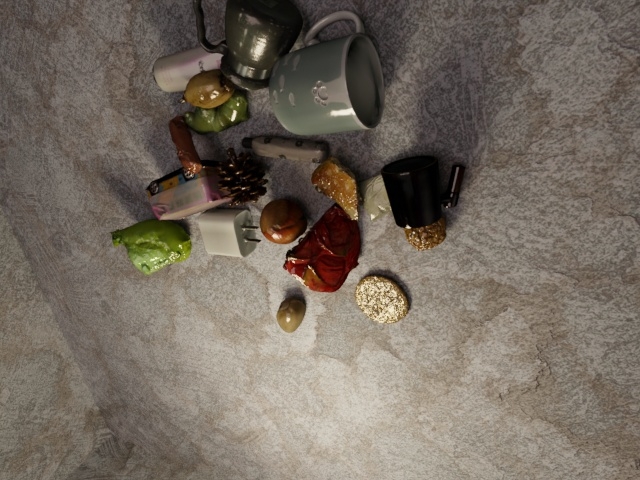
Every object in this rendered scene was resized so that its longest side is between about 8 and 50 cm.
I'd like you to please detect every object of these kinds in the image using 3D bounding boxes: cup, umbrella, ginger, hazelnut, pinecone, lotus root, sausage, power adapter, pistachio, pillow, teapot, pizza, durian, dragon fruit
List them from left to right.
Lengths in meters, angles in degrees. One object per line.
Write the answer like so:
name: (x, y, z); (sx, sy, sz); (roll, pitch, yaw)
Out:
durian: (-0.743, 0.019, 1.997); (0.340, 0.204, 0.255); (-22, 74, -1)
sausage: (-0.506, -0.368, 1.637); (0.079, 0.087, 0.326); (-32, 54, 6)
lotus root: (-0.383, -0.501, 1.477); (0.221, 0.125, 0.118); (-5, 76, 29)
ginger: (-0.377, -0.459, 1.604); (0.290, 0.089, 0.137); (-1, 120, 30)
power adapter: (-0.354, -0.030, 1.805); (0.255, 0.124, 0.187); (5, 119, 28)
pinecone: (-0.295, -0.234, 1.633); (0.186, 0.168, 0.212); (-22, 93, 5)
teapot: (-0.236, -0.599, 1.346); (0.305, 0.223, 0.285); (6, 139, -24)
hazelnut: (-0.144, -0.061, 1.643); (0.182, 0.182, 0.182); (13, 121, 23)
umbrella: (-0.130, -0.324, 1.553); (0.337, 0.067, 0.073); (12, 117, 24)
pistachio: (-0.128, 0.320, 1.885); (0.108, 0.126, 0.185); (-117, 32, -44)
dragon fruit: (0.000, 0.000, 1.574); (0.240, 0.302, 0.330); (29, 101, 29)
cup: (0.014, -0.488, 1.295); (0.275, 0.259, 0.356); (-1, 84, 30)
pizza: (0.072, -0.181, 1.479); (0.226, 0.069, 0.147); (38, 130, 10)
pillow: (0.234, -0.162, 1.447); (0.230, 0.050, 0.148); (-23, 109, 33)
cup: (0.312, -0.148, 1.304); (0.239, 0.166, 0.177); (-9, 112, 16)

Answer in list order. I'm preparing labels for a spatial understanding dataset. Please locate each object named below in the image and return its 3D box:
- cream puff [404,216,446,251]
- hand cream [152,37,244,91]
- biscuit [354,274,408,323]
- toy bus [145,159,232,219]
cream puff: (0.337, -0.031, 1.424); (0.144, 0.103, 0.126); (-38, 92, 32)
hand cream: (-0.411, -0.597, 1.545); (0.359, 0.118, 0.185); (-1, 116, 20)
biscuit: (0.229, 0.225, 1.670); (0.220, 0.033, 0.219); (14, 123, 22)
toy bus: (-0.532, -0.186, 1.770); (0.386, 0.171, 0.162); (-13, 84, 35)
